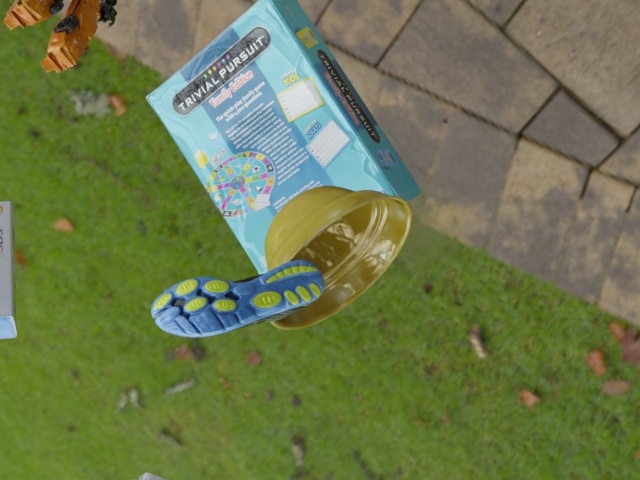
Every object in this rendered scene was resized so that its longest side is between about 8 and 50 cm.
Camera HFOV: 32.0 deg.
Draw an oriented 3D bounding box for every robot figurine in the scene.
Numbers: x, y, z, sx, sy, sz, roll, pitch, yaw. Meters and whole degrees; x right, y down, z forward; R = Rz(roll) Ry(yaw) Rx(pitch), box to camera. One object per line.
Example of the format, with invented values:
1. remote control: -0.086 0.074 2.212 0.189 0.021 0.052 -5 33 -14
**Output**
1. robot figurine: -0.469 -0.448 2.034 0.085 0.291 0.211 -19 127 25

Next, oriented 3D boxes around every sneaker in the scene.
1. sneaker: -0.087 0.071 1.197 0.078 0.188 0.067 122 133 -62

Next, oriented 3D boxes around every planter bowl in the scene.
1. planter bowl: 0.000 0.000 1.341 0.090 0.217 0.217 49 137 26

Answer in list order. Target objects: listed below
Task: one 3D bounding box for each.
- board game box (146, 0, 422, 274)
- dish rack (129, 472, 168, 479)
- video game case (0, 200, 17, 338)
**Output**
1. board game box: -0.054 -0.136 1.561 0.254 0.079 0.336 -34 87 29
2. dish rack: -0.172 0.381 1.444 0.285 0.072 0.333 25 156 -12
3. video game case: -0.612 0.051 1.727 0.270 0.244 0.061 -5 138 -12
